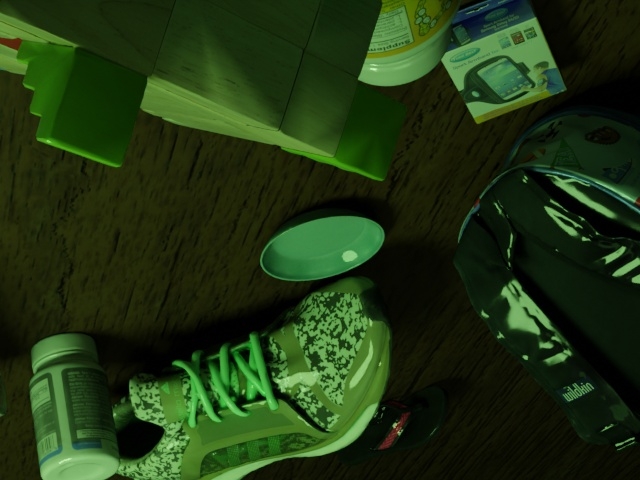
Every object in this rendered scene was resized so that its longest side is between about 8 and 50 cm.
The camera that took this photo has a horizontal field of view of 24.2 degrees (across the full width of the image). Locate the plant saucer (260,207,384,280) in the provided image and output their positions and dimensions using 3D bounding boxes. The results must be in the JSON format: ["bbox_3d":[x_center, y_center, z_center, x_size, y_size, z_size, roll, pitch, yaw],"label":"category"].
[{"bbox_3d":[0.000,0.000,1.394,0.119,0.021,0.119,-12,152,-6],"label":"plant saucer"}]

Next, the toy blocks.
[{"bbox_3d":[-0.160,-0.150,0.833,0.261,0.190,0.381,15,177,44],"label":"toy blocks"}]

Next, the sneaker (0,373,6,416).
[{"bbox_3d":[-0.380,0.108,1.323,0.121,0.108,0.302,-18,154,0],"label":"sneaker"}]

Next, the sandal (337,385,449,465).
[{"bbox_3d":[0.081,0.228,1.816,0.179,0.067,0.040,-29,138,31],"label":"sandal"}]

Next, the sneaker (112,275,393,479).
[{"bbox_3d":[-0.098,0.161,1.492,0.182,0.158,0.410,9,144,-46],"label":"sneaker"}]

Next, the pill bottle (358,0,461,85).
[{"bbox_3d":[0.031,-0.186,0.956,0.118,0.117,0.208,-16,154,4],"label":"pill bottle"}]

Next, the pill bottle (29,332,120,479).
[{"bbox_3d":[-0.244,0.165,1.462,0.078,0.137,0.078,-10,152,-6],"label":"pill bottle"}]

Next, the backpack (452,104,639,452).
[{"bbox_3d":[0.263,0.007,1.302,0.263,0.213,0.276,32,137,-2],"label":"backpack"}]

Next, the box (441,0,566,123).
[{"bbox_3d":[0.142,-0.146,1.185,0.081,0.028,0.136,-21,154,13],"label":"box"}]
